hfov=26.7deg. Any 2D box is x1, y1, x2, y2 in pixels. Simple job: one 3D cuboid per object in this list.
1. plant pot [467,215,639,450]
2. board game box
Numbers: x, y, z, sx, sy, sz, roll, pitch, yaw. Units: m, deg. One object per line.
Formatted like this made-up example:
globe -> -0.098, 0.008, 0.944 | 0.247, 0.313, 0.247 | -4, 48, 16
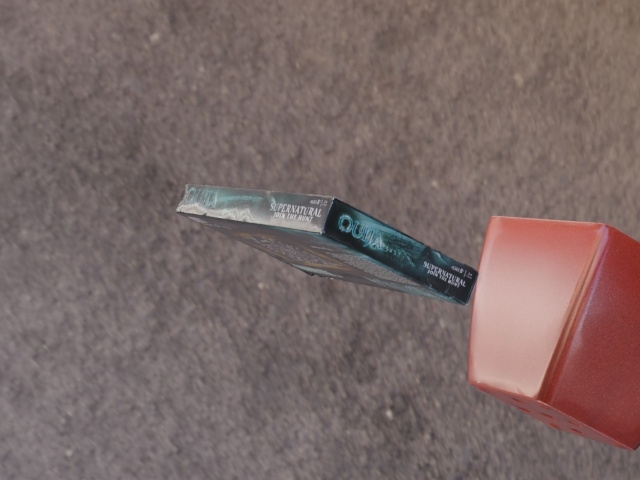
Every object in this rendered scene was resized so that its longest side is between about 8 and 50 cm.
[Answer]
plant pot -> 0.354, 0.133, 1.824 | 0.267, 0.267, 0.236 | 6, 70, 62
board game box -> 0.000, 0.000, 0.896 | 0.186, 0.126, 0.026 | 9, 76, 56
